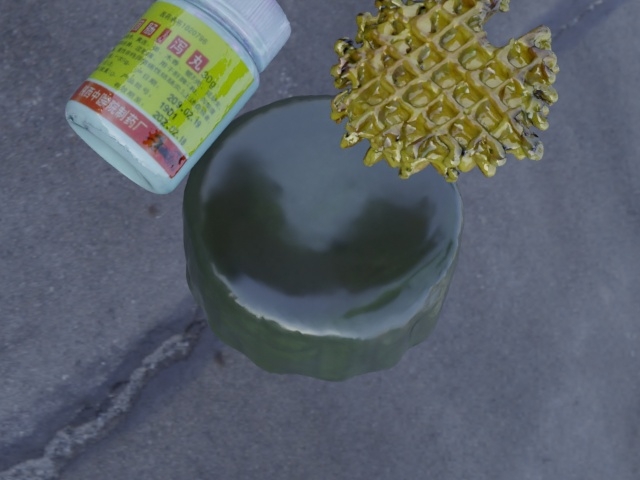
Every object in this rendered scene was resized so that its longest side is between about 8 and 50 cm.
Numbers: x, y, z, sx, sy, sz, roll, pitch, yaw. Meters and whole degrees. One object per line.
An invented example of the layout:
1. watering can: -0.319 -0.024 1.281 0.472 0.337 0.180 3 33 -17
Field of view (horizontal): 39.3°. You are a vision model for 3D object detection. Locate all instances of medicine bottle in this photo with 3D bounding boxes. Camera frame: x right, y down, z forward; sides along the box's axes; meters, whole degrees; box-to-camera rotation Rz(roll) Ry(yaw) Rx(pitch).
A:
1. medicine bottle: -0.146 -0.170 0.934 0.225 0.139 0.139 -52 122 -13

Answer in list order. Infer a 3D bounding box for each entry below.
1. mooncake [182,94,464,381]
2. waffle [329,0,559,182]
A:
1. mooncake: 0.000 0.000 1.145 0.194 0.356 0.356 91 18 -61
2. waffle: 0.122 -0.164 0.907 0.051 0.232 0.228 67 29 -63
